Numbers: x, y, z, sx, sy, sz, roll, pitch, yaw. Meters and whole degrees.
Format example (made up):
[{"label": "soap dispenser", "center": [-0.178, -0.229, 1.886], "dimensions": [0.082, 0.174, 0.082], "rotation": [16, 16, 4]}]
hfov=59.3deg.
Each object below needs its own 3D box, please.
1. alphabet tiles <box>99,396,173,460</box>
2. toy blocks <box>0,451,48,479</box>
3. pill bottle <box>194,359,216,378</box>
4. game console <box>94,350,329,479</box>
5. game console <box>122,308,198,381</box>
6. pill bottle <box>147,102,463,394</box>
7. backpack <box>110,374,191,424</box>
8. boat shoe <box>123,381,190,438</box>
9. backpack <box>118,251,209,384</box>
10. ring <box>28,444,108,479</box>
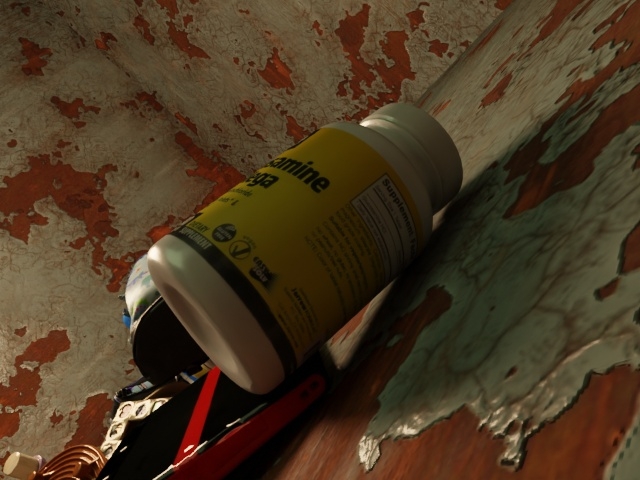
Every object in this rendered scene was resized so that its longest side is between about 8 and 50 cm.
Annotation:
[{"label": "alphabet tiles", "center": [-0.308, 0.370, 0.940], "dimensions": [0.198, 0.009, 0.237], "rotation": [-12, 40, 24]}, {"label": "toy blocks", "center": [-0.545, 0.587, 1.045], "dimensions": [0.309, 0.260, 0.288], "rotation": [-32, 41, 14]}, {"label": "pill bottle", "center": [-0.267, 0.282, 1.365], "dimensions": [0.103, 0.103, 0.184], "rotation": [-53, 6, -36]}, {"label": "game console", "center": [-0.143, 0.234, 0.727], "dimensions": [0.342, 0.060, 0.386], "rotation": [-35, 5, -4]}, {"label": "game console", "center": [-0.345, 0.203, 1.545], "dimensions": [0.250, 0.293, 0.173], "rotation": [-46, 4, 33]}, {"label": "pill bottle", "center": [-0.001, -0.010, 0.617], "dimensions": [0.334, 0.188, 0.188], "rotation": [-39, 1, -24]}, {"label": "backpack", "center": [-0.387, 0.393, 1.333], "dimensions": [0.173, 0.158, 0.117], "rotation": [-32, -30, -59]}, {"label": "boat shoe", "center": [-0.358, 0.417, 1.097], "dimensions": [0.342, 0.123, 0.123], "rotation": [-56, 7, -7]}, {"label": "backpack", "center": [-0.293, 0.122, 1.244], "dimensions": [0.290, 0.273, 0.355], "rotation": [-35, 4, -6]}, {"label": "ring", "center": [-0.405, 0.453, 0.783], "dimensions": [0.336, 0.032, 0.336], "rotation": [-29, 42, 30]}]
